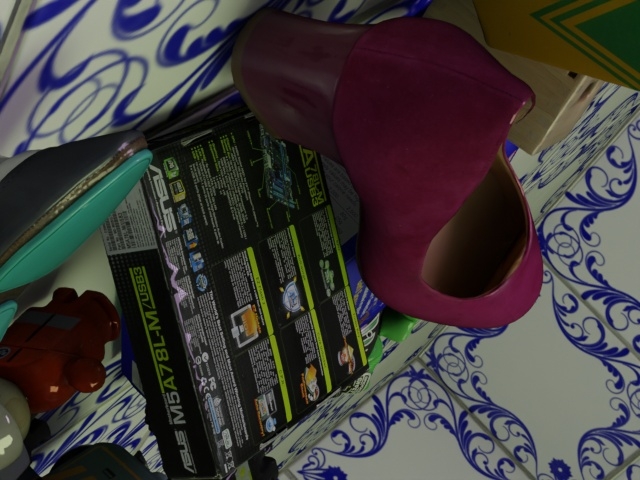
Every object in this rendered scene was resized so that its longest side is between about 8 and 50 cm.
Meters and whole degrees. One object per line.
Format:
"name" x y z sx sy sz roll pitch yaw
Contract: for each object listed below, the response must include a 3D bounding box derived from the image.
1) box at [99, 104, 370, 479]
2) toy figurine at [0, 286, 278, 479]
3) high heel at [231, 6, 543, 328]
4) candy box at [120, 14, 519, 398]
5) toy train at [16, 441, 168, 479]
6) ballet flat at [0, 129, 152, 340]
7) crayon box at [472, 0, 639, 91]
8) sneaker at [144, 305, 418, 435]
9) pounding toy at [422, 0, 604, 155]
"box" -0.048 0.021 0.893 0.045 0.191 0.184 -8 -167 30
"toy figurine" -0.158 0.162 0.937 0.209 0.213 0.148 -47 -177 44
"high heel" 0.102 -0.011 0.910 0.377 0.181 0.127 35 78 -53
"candy box" 0.000 0.000 1.147 0.317 0.122 0.268 -39 167 -20
"toy train" -0.171 0.257 1.159 0.190 0.142 0.334 -31 -158 -19
"ballet flat" -0.160 0.008 0.697 0.203 0.074 0.074 -49 169 25
"crayon box" 0.224 -0.174 0.851 0.202 0.318 0.081 -39 127 -19
"sneaker" -0.021 0.089 1.361 0.343 0.146 0.134 -34 166 -41
"pounding toy" 0.132 -0.141 1.004 0.100 0.130 0.141 -57 168 20
